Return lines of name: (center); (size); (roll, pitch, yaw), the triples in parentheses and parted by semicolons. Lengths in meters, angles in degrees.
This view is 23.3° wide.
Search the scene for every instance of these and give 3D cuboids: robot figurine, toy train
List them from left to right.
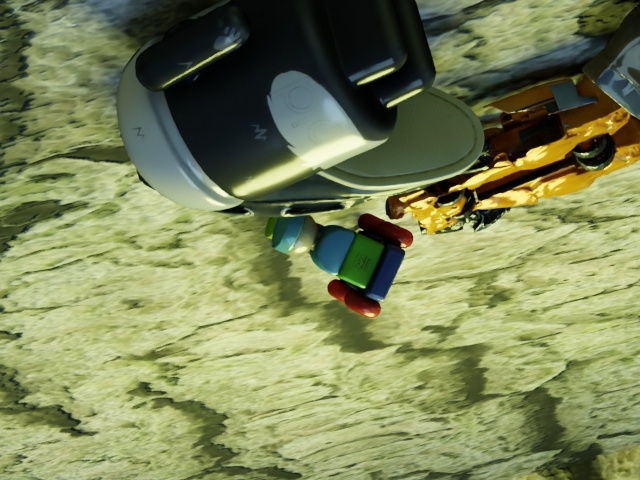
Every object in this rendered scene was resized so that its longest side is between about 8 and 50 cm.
robot figurine: (-0.044, -0.136, 1.346); (0.278, 0.173, 0.209); (-23, 119, 23)
toy train: (0.000, 0.000, 1.760); (0.143, 0.105, 0.248); (25, -179, -14)
robot figurine: (0.202, -0.091, 1.658); (0.291, 0.085, 0.211); (-19, 155, 15)

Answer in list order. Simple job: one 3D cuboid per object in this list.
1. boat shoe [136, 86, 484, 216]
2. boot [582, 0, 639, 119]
boat shoe: (-0.013, -0.080, 1.533); (0.340, 0.127, 0.113); (-8, 157, -5)
boot: (0.343, -0.161, 1.543); (0.106, 0.082, 0.219); (-41, 137, 14)
